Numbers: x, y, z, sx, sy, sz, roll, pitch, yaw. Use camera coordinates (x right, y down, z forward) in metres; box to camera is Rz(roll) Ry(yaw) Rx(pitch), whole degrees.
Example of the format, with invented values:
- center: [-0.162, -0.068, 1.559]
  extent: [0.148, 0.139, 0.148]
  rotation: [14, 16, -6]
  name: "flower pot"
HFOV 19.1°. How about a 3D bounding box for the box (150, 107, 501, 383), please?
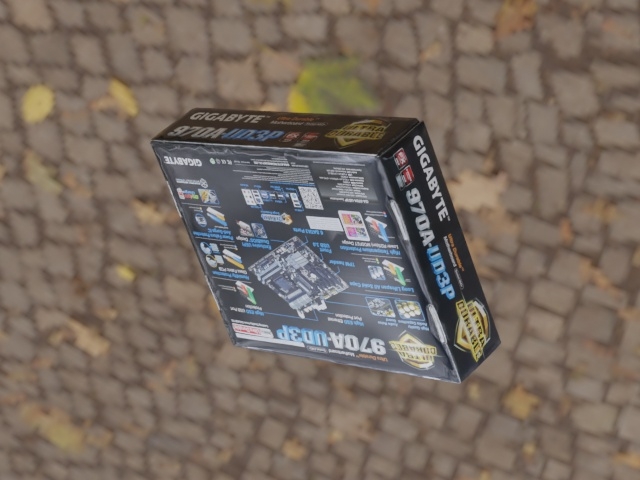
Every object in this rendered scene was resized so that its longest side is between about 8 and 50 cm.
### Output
- center: [0.000, 0.000, 1.279]
  extent: [0.220, 0.051, 0.175]
  rotation: [5, 126, 44]
  name: "box"
